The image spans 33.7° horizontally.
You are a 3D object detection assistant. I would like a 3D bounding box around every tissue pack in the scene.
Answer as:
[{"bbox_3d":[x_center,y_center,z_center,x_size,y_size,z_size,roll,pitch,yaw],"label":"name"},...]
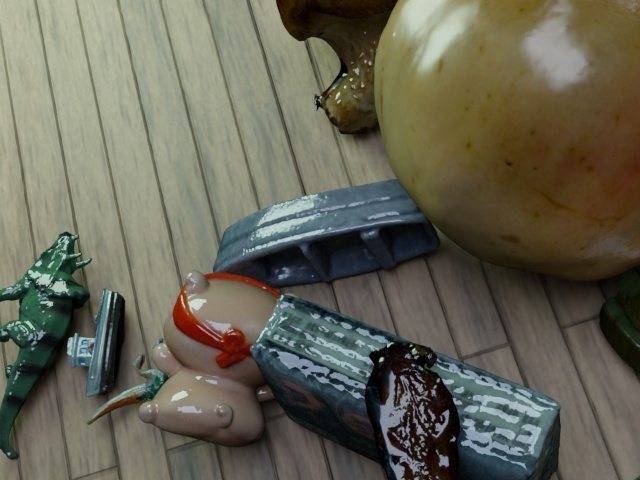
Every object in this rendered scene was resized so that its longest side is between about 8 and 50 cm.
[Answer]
[{"bbox_3d":[0.094,0.187,1.135,0.316,0.228,0.103,21,70,20],"label":"tissue pack"}]

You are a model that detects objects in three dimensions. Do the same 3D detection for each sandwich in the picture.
[{"bbox_3d":[0.422,0.090,1.185,0.160,0.109,0.184,-27,61,-22],"label":"sandwich"}]

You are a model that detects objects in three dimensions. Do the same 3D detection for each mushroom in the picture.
[{"bbox_3d":[0.076,-0.305,1.370,0.267,0.254,0.267,-17,38,14],"label":"mushroom"}]

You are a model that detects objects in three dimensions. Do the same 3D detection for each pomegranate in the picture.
[{"bbox_3d":[0.256,-0.140,1.180,0.412,0.411,0.411,-4,66,10],"label":"pomegranate"}]

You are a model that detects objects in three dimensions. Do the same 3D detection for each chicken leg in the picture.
[{"bbox_3d":[0.115,0.209,0.977,0.106,0.051,0.253,-35,75,4],"label":"chicken leg"}]

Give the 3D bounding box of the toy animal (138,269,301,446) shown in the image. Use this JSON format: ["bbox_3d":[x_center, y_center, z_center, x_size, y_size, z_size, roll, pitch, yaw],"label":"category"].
[{"bbox_3d":[-0.115,0.136,1.232,0.171,0.171,0.197,14,81,18],"label":"toy animal"}]

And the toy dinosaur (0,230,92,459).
[{"bbox_3d":[-0.379,0.120,1.352,0.120,0.079,0.291,20,76,21],"label":"toy dinosaur"}]

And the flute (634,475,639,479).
[{"bbox_3d":[0.412,0.219,1.166,0.233,0.027,0.027,-39,65,-6],"label":"flute"}]

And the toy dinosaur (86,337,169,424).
[{"bbox_3d":[-0.186,0.183,1.303,0.106,0.044,0.187,37,67,6],"label":"toy dinosaur"}]

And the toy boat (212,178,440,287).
[{"bbox_3d":[0.000,0.000,1.294,0.283,0.127,0.078,-12,65,12],"label":"toy boat"}]

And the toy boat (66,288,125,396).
[{"bbox_3d":[-0.284,0.129,1.334,0.066,0.059,0.140,3,69,-1],"label":"toy boat"}]
